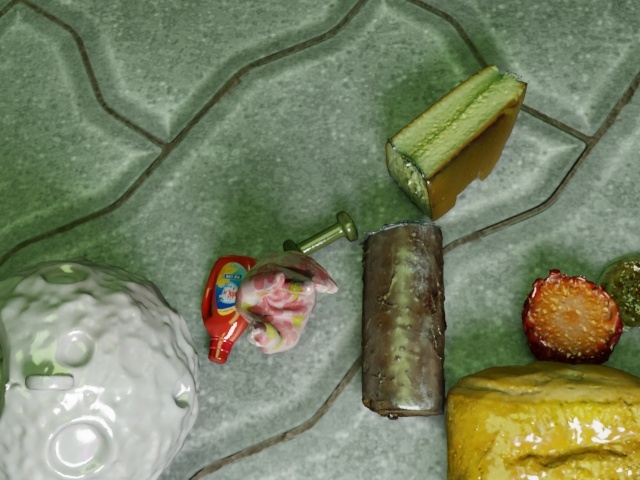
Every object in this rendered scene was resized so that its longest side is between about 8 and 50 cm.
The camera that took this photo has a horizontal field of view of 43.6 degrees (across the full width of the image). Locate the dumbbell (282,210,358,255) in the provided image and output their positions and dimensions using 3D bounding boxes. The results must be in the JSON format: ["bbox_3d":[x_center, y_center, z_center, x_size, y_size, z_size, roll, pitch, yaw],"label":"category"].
[{"bbox_3d":[0.000,0.000,1.246,0.118,0.046,0.052,-27,60,-5],"label":"dumbbell"}]

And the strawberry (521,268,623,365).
[{"bbox_3d":[0.350,0.118,1.124,0.145,0.086,0.145,-4,65,9],"label":"strawberry"}]

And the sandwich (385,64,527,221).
[{"bbox_3d":[0.218,-0.160,1.253,0.236,0.128,0.122,-39,63,-12],"label":"sandwich"}]

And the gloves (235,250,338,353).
[{"bbox_3d":[-0.059,0.076,1.108,0.145,0.241,0.126,-37,66,-10],"label":"gloves"}]

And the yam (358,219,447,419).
[{"bbox_3d":[0.116,0.111,1.140,0.131,0.131,0.279,0,68,7],"label":"yam"}]

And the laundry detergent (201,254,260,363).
[{"bbox_3d":[-0.143,0.105,1.212,0.097,0.049,0.165,1,65,30],"label":"laundry detergent"}]

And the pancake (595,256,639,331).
[{"bbox_3d":[0.464,0.076,1.167,0.129,0.022,0.116,-28,65,-11],"label":"pancake"}]

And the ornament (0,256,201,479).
[{"bbox_3d":[-0.315,0.191,1.047,0.337,0.337,0.337,-3,65,6],"label":"ornament"}]

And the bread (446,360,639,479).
[{"bbox_3d":[0.321,0.315,0.986,0.328,0.148,0.337,1,73,7],"label":"bread"}]
